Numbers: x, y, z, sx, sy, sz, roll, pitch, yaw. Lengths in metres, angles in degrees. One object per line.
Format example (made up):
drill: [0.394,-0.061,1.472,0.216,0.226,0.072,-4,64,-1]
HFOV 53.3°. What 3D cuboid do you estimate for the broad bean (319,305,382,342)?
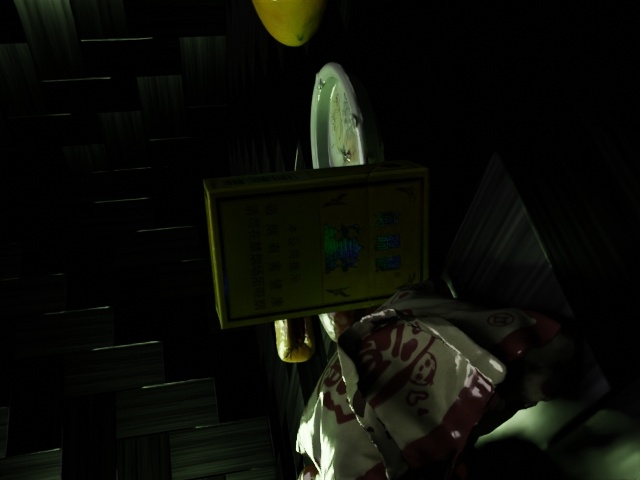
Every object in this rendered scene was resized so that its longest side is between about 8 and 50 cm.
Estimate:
broad bean: [0.037,0.088,0.863,0.165,0.084,0.114,-135,56,-82]

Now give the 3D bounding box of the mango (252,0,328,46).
mango: [-0.047,-0.392,0.883,0.254,0.139,0.175,104,165,-75]

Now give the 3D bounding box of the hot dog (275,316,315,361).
hot dog: [-0.058,0.138,1.345,0.073,0.084,0.242,174,90,-75]

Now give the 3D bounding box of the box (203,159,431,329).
box: [0.000,0.000,0.640,0.064,0.220,0.141,-129,34,-69]

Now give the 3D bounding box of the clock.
clock: [0.038,-0.109,0.817,0.236,0.053,0.236,172,90,-78]

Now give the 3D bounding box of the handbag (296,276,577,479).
handbag: [0.066,0.117,0.502,0.127,0.213,0.235,45,173,-6]

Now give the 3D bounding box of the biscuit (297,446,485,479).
biscuit: [0.076,0.407,0.618,0.342,0.166,0.395,105,155,-66]
